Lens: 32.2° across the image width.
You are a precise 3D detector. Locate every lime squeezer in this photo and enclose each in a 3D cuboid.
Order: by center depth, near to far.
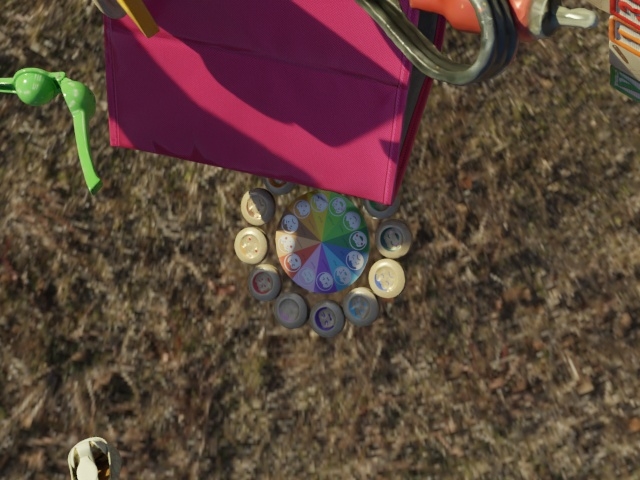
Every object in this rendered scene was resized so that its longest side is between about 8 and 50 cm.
[{"bbox_3d":[-0.343,-0.159,1.359,0.110,0.310,0.059,-57,153,-6],"label":"lime squeezer"}]

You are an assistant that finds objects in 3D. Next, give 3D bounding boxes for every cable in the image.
[{"bbox_3d":[0.041,-0.160,0.659,0.072,0.287,0.140,3,94,-44],"label":"cable"}]

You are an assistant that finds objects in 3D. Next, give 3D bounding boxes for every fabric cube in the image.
[{"bbox_3d":[-0.023,-0.224,0.962,0.258,0.254,0.259,13,133,9],"label":"fabric cube"}]

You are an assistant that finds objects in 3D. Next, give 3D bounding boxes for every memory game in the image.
[{"bbox_3d":[0.000,0.000,1.049,0.186,0.012,0.186,2,96,25],"label":"memory game"}]

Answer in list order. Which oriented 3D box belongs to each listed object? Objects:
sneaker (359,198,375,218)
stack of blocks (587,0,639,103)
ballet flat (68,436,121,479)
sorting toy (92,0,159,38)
[{"bbox_3d":[0.029,-0.123,1.207,0.083,0.084,0.215,-13,109,12],"label":"sneaker"},{"bbox_3d":[0.277,-0.192,0.832,0.171,0.297,0.087,37,84,23],"label":"stack of blocks"},{"bbox_3d":[-0.240,0.241,1.176,0.057,0.168,0.052,-22,114,-10],"label":"ballet flat"},{"bbox_3d":[-0.227,-0.252,0.778,0.047,0.348,0.196,-38,144,-4],"label":"sorting toy"}]
